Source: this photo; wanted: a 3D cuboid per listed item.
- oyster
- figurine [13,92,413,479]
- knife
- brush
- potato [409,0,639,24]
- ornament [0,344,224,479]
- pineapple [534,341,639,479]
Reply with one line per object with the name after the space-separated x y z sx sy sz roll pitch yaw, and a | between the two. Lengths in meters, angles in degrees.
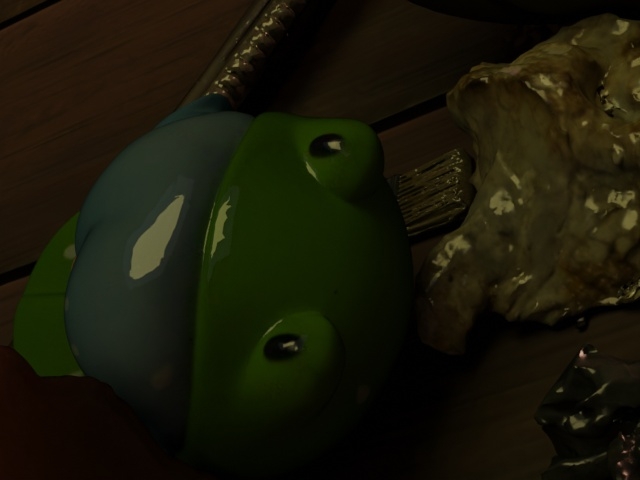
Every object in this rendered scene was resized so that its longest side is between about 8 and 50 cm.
0.110 -0.028 0.773 0.163 0.081 0.191 32 87 46 | oyster
-0.058 0.028 0.814 0.263 0.143 0.162 -22 46 57 | figurine
-0.068 -0.053 1.012 0.365 0.043 0.089 -57 3 -22 | knife
0.000 0.000 0.903 0.170 0.014 0.043 -22 38 28 | brush
0.133 -0.214 0.812 0.326 0.243 0.221 -9 22 37 | potato
-0.167 0.168 0.713 0.217 0.221 0.235 -18 -3 36 | ornament
0.174 0.033 0.614 0.237 0.111 0.119 -30 1 31 | pineapple
